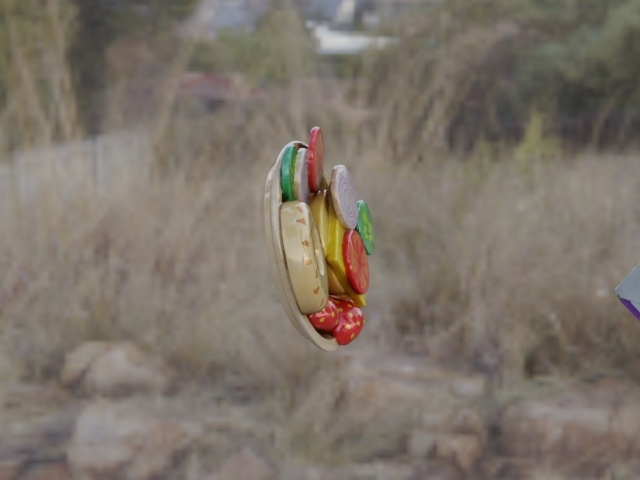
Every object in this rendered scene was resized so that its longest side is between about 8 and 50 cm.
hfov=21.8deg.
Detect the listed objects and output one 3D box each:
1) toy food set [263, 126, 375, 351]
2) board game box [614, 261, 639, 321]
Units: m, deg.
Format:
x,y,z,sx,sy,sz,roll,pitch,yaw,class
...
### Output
x,y,z,sx,sy,sz,roll,pitch,yaw,class
0.000,0.000,0.625,0.020,0.083,0.083,-11,-36,18,toy food set
0.294,-0.027,0.750,0.275,0.142,0.144,-37,-10,-21,board game box
